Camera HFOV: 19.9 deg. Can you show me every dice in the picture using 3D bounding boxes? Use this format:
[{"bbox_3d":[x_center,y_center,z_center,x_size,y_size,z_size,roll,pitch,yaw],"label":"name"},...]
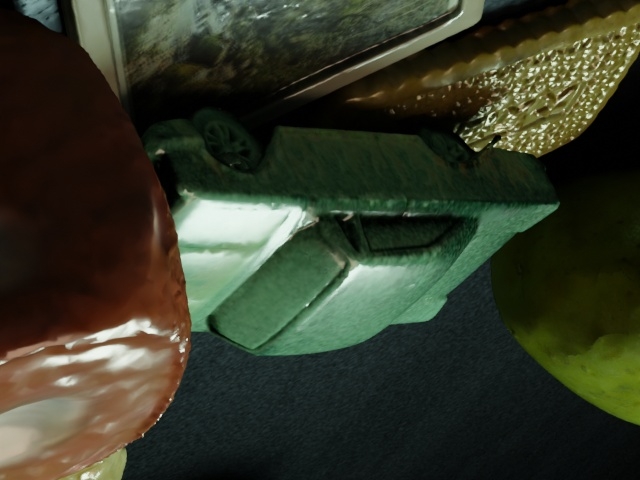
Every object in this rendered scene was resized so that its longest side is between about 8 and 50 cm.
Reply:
[{"bbox_3d":[-0.166,0.012,0.794,0.175,0.179,0.174,-17,156,-21],"label":"dice"}]

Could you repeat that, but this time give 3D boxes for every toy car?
[{"bbox_3d":[0.000,0.000,1.016,0.320,0.097,0.141,1,144,-48],"label":"toy car"}]

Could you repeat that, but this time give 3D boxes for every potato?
[{"bbox_3d":[0.276,0.046,1.340,0.304,0.216,0.216,3,145,-24],"label":"potato"}]

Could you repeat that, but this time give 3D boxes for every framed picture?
[{"bbox_3d":[-0.012,-0.145,0.857,0.240,0.020,0.324,-26,158,-14],"label":"framed picture"}]

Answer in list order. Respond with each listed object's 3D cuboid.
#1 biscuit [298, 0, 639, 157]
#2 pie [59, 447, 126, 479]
[{"bbox_3d":[0.089,-0.076,1.129,0.254,0.029,0.172,-19,157,-25],"label":"biscuit"},{"bbox_3d":[-0.237,0.186,1.255,0.218,0.052,0.185,-32,154,-3],"label":"pie"}]
